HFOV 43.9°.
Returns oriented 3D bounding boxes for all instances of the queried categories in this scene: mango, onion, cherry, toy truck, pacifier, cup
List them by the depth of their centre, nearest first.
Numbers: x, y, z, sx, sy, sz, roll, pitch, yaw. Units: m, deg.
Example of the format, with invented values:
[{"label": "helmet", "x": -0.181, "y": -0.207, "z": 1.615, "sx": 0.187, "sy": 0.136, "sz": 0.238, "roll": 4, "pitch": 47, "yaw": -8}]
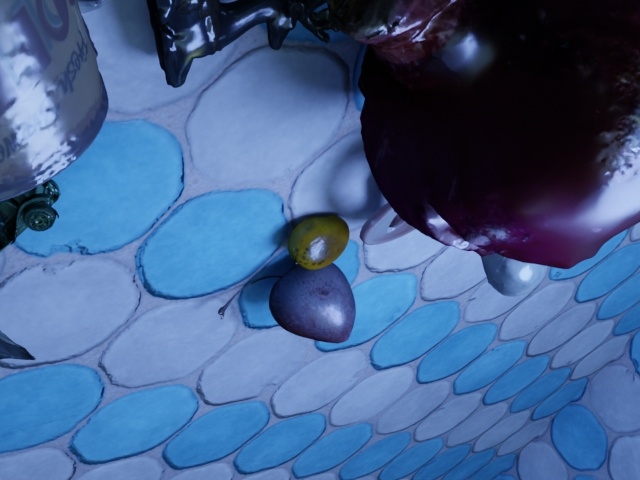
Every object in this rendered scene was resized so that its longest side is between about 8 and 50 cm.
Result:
[{"label": "cup", "x": -0.258, "y": -0.203, "z": 0.570, "sx": 0.301, "sy": 0.227, "sz": 0.257, "roll": -47, "pitch": 155, "yaw": -37}, {"label": "onion", "x": 0.163, "y": -0.190, "z": 0.811, "sx": 0.420, "sy": 0.398, "sz": 0.398, "roll": 22, "pitch": 120, "yaw": -32}, {"label": "toy truck", "x": -0.349, "y": -0.019, "z": 0.846, "sx": 0.154, "sy": 0.080, "sz": 0.078, "roll": -40, "pitch": 120, "yaw": 10}, {"label": "pacifier", "x": 0.214, "y": -0.061, "z": 1.144, "sx": 0.332, "sy": 0.273, "sz": 0.220, "roll": -27, "pitch": 131, "yaw": -12}, {"label": "mango", "x": 0.000, "y": 0.000, "z": 1.174, "sx": 0.114, "sy": 0.057, "sz": 0.079, "roll": -29, "pitch": 118, "yaw": -41}, {"label": "cherry", "x": -0.030, "y": 0.111, "z": 1.203, "sx": 0.188, "sy": 0.148, "sz": 0.115, "roll": -41, "pitch": -161, "yaw": -33}]

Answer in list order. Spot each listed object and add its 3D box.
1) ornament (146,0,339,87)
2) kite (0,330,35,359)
[{"label": "ornament", "x": -0.055, "y": -0.262, "z": 0.767, "sx": 0.236, "sy": 0.080, "sz": 0.202, "roll": -20, "pitch": 148, "yaw": -16}, {"label": "kite", "x": -0.421, "y": 0.052, "z": 0.835, "sx": 0.169, "sy": 0.015, "sz": 0.310, "roll": 9, "pitch": 146, "yaw": 11}]
